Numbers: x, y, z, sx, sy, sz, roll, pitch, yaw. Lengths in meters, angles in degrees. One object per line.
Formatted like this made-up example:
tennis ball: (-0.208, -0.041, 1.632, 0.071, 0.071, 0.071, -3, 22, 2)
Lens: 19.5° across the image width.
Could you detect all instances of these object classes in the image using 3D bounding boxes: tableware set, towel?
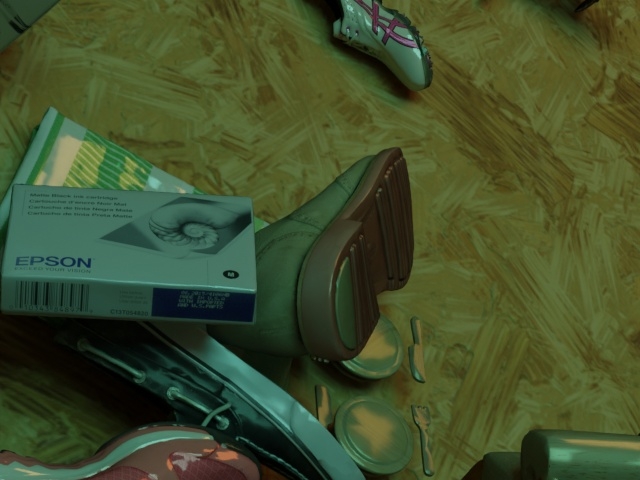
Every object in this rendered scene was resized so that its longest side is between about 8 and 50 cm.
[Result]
tableware set: (0.041, 0.151, 1.836, 0.128, 0.039, 0.194, 13, 50, -22)
towel: (-0.159, 0.023, 1.809, 0.325, 0.038, 0.248, 27, 45, -12)

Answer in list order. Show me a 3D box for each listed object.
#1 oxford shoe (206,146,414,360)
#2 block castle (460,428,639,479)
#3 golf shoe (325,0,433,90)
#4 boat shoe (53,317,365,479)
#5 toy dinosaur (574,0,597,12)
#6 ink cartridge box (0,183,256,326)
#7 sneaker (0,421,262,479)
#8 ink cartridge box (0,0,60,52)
oxford shoe: (0.000, 0.000, 1.818, 0.397, 0.146, 0.140, -47, 131, -66)
block castle: (0.203, 0.363, 1.489, 0.213, 0.453, 0.303, 6, 52, -20)
golf shoe: (0.057, -0.240, 2.145, 0.086, 0.067, 0.186, -31, 75, -16)
boat shoe: (-0.102, 0.154, 1.674, 0.306, 0.113, 0.105, 40, 74, -6)
toy dinosaur: (0.289, -0.394, 2.374, 0.200, 0.127, 0.295, 7, 40, -37)
ink cartridge box: (-0.169, -0.005, 1.667, 0.223, 0.045, 0.224, 3, 30, -7)
sneaker: (-0.184, 0.244, 1.545, 0.314, 0.116, 0.136, -5, 38, -26)
ink cartridge box: (-0.319, -0.278, 1.804, 0.148, 0.203, 0.086, 45, 42, -16)
